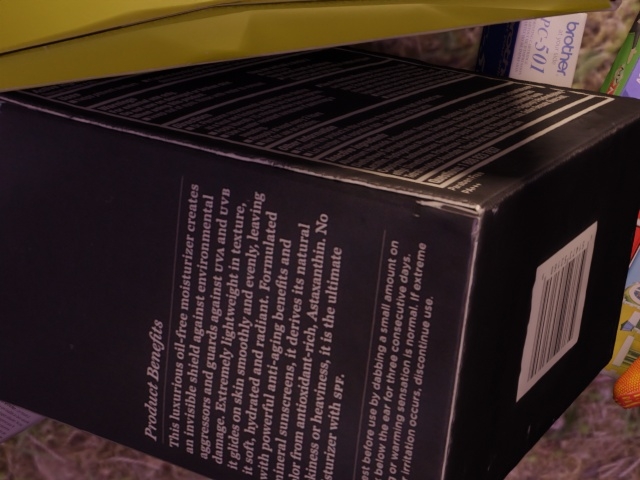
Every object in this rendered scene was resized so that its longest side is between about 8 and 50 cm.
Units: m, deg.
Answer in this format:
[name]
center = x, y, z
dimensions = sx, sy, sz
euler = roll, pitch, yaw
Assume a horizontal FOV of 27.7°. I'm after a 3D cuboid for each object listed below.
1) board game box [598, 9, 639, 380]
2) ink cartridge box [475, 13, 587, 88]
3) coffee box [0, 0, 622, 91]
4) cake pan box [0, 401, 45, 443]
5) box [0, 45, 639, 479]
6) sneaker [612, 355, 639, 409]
[board game box]
center = 0.285, -0.040, 0.935
dimensions = 0.213, 0.046, 0.317
euler = 21, 105, -12
[ink cartridge box]
center = 0.127, -0.063, 0.885
dimensions = 0.046, 0.097, 0.207
euler = 7, 108, -7
[coffee box]
center = -0.053, -0.274, 0.640
dimensions = 0.338, 0.334, 0.338
euler = -7, 106, 7
[cake pan box]
center = -0.295, 0.094, 0.829
dimensions = 0.245, 0.070, 0.267
euler = -29, 153, 2
[box]
center = 0.000, 0.000, 0.736
dimensions = 0.294, 0.296, 0.183
euler = 16, 111, 25
[sneaker]
center = 0.270, 0.052, 0.917
dimensions = 0.175, 0.064, 0.067
euler = -42, 88, 4
